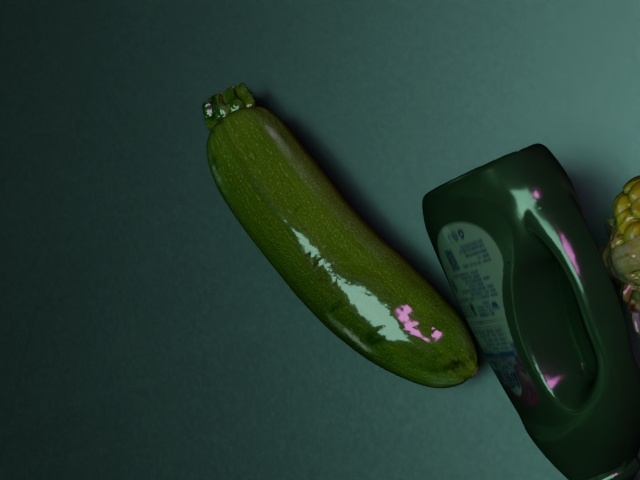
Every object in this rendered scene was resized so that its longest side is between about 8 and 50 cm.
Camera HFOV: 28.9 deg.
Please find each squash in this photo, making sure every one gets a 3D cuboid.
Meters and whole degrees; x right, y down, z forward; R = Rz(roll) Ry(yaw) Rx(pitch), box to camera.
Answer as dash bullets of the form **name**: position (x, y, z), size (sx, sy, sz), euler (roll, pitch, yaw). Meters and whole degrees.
- **squash**: position (0.000, 0.000, 0.790), size (0.258, 0.069, 0.069), euler (48, 109, 19)

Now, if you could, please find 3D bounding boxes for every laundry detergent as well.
- **laundry detergent**: position (0.132, 0.055, 0.698), size (0.063, 0.137, 0.211), euler (-22, 87, -20)

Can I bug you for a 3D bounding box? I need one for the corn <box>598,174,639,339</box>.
- **corn**: position (0.285, -0.026, 0.632), size (0.293, 0.106, 0.106), euler (-20, 81, 24)
